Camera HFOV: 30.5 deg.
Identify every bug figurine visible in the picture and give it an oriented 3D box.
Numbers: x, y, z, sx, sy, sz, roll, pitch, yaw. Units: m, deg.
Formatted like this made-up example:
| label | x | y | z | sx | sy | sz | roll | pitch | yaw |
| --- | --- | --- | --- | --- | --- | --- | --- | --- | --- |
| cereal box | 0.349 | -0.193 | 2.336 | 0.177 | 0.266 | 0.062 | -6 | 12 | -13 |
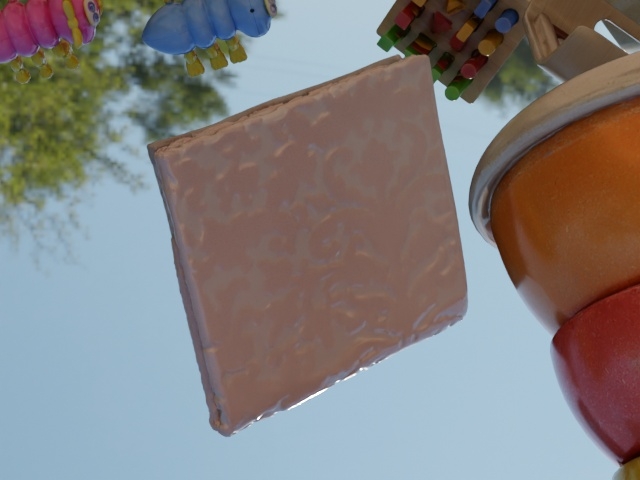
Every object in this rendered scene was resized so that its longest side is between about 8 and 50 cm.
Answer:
| label | x | y | z | sx | sy | sz | roll | pitch | yaw |
| --- | --- | --- | --- | --- | --- | --- | --- | --- | --- |
| bug figurine | -0.148 | -0.208 | 0.723 | 0.216 | 0.279 | 0.072 | -21 | -155 | 3 |

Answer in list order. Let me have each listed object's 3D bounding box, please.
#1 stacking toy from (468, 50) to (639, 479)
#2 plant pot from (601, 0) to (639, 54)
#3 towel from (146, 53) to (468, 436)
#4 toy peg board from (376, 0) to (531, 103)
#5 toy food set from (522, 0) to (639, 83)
| label | x | y | z | sx | sy | sz | roll | pitch | yaw |
| --- | --- | --- | --- | --- | --- | --- | --- | --- | --- |
| stacking toy | 0.296 | 0.130 | 0.803 | 0.350 | 0.350 | 0.480 | 3 | -115 | -13 |
| plant pot | 0.456 | -0.360 | 1.441 | 0.256 | 0.274 | 0.256 | 48 | -162 | -21 |
| towel | 0.000 | 0.000 | 1.208 | 0.332 | 0.317 | 0.053 | -23 | -157 | -28 |
| toy peg board | 0.164 | -0.267 | 1.479 | 0.161 | 0.160 | 0.079 | 37 | -144 | 1 |
| toy food set | 0.312 | -0.164 | 1.115 | 0.220 | 0.092 | 0.306 | 34 | -160 | -7 |
